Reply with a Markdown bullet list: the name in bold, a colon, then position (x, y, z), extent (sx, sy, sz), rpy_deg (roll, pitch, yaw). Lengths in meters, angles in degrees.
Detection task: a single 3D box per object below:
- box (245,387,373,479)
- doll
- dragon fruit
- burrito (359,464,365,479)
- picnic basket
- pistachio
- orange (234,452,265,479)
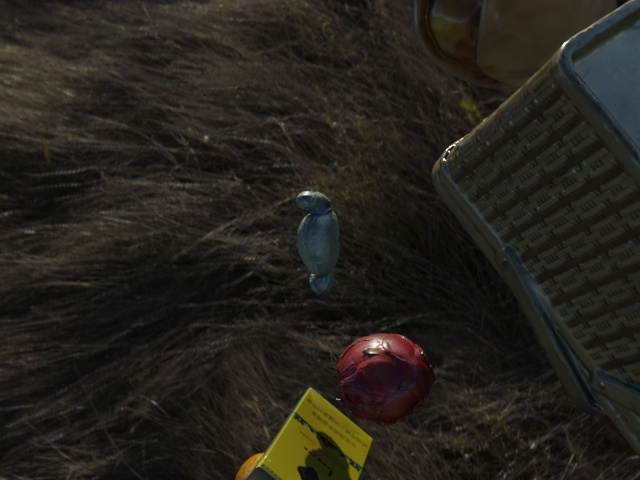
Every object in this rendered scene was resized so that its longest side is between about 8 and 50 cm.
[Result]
- **box**: position (-0.006, 0.358, 1.132), extent (0.153, 0.279, 0.041), rpy_deg (39, 110, 4)
- **doll**: position (0.000, 0.000, 1.225), extent (0.072, 0.214, 0.103), rpy_deg (9, 39, 28)
- **dragon fruit**: position (0.162, 0.346, 1.743), extent (0.252, 0.241, 0.241), rpy_deg (16, 62, -8)
- **burrito**: position (0.070, 0.559, 1.562), extent (0.051, 0.171, 0.042), rpy_deg (16, 26, 35)
- **picnic basket**: position (0.265, -0.004, 0.492), extent (0.228, 0.175, 0.313), rpy_deg (-34, 83, -29)
- **pistachio**: position (0.232, -0.270, 0.816), extent (0.299, 0.187, 0.187), rpy_deg (-13, 45, -44)
- **orange**: position (-0.126, 0.593, 1.614), extent (0.155, 0.177, 0.177), rpy_deg (6, 49, -34)
